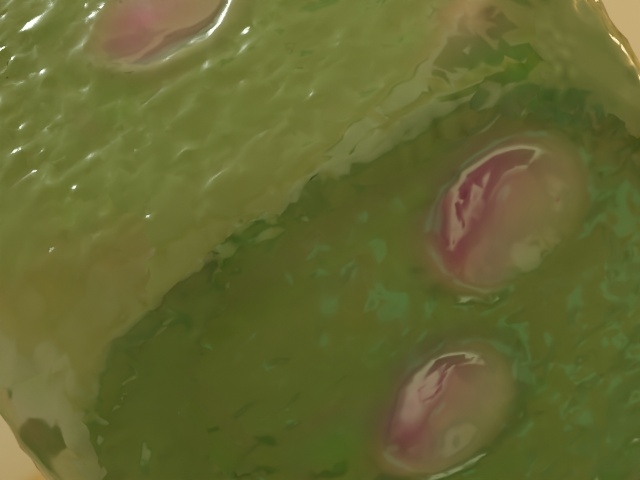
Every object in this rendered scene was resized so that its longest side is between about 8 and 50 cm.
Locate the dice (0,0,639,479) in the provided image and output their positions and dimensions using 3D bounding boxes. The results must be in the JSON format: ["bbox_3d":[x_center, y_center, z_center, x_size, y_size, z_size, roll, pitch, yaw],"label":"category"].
[{"bbox_3d":[0.000,0.000,0.912,0.322,0.318,0.330,-33,-50,-1],"label":"dice"}]
